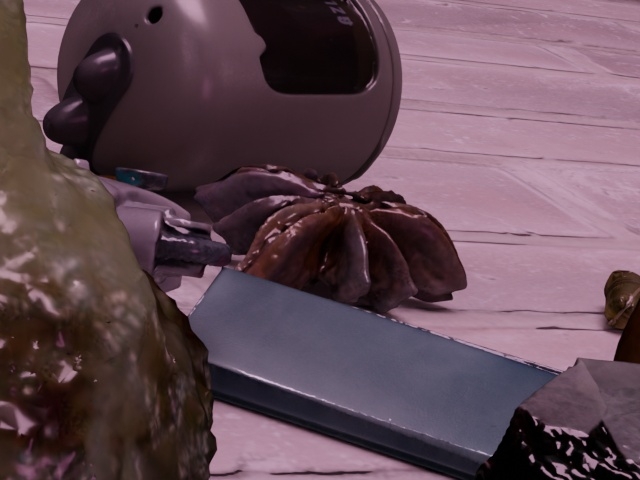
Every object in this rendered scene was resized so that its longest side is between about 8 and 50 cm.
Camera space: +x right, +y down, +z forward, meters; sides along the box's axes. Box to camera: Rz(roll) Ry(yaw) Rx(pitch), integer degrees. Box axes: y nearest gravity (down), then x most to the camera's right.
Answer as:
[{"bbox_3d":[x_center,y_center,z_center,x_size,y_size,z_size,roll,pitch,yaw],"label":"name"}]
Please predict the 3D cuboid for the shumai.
[{"bbox_3d":[-0.241,-0.027,0.882,0.395,0.348,0.395,1,18,0],"label":"shumai"}]

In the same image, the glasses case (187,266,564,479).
[{"bbox_3d":[0.032,0.103,1.201,0.266,0.056,0.105,17,42,16],"label":"glasses case"}]

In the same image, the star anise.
[{"bbox_3d":[0.000,0.000,1.442,0.229,0.093,0.236,23,23,18],"label":"star anise"}]

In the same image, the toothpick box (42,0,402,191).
[{"bbox_3d":[-0.104,-0.138,1.613,0.229,0.229,0.316,25,20,39],"label":"toothpick box"}]

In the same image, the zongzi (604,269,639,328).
[{"bbox_3d":[0.281,0.063,1.519,0.083,0.040,0.076,29,24,-2],"label":"zongzi"}]

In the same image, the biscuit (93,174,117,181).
[{"bbox_3d":[-0.250,-0.028,1.443,0.249,0.035,0.184,4,15,-22],"label":"biscuit"}]

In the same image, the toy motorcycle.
[{"bbox_3d":[-0.176,-0.006,1.215,0.171,0.110,0.260,11,-3,-30],"label":"toy motorcycle"}]

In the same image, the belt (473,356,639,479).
[{"bbox_3d":[0.225,0.150,0.959,0.289,0.164,0.184,9,25,-8],"label":"belt"}]

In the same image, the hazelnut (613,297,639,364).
[{"bbox_3d":[0.278,0.101,1.215,0.170,0.160,0.201,7,50,30],"label":"hazelnut"}]
